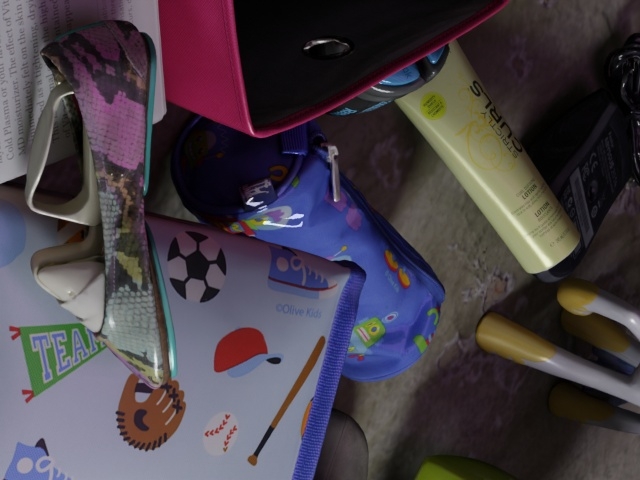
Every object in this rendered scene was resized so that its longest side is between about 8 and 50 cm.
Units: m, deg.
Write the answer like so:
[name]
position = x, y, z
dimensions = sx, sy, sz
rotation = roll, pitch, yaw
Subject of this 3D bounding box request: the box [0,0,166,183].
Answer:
[box]
position = -0.289, -0.119, 0.968
dimensions = 0.345, 0.215, 0.168
rotation = -25, 126, -38

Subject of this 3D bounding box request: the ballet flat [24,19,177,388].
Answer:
[ballet flat]
position = -0.129, -0.016, 0.983
dimensions = 0.079, 0.077, 0.221
rotation = -10, 112, -21

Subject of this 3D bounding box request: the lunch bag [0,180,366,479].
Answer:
[lunch bag]
position = -0.191, 0.160, 1.156
dimensions = 0.328, 0.239, 0.385
rotation = 11, 91, -34

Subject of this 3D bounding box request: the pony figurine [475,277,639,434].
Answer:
[pony figurine]
position = 0.378, 0.178, 1.720
dimensions = 0.303, 0.363, 0.351
rotation = -59, 139, -10

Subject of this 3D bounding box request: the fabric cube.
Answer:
[fabric cube]
position = -0.056, -0.253, 1.126
dimensions = 0.254, 0.258, 0.259
rotation = -31, 129, -35

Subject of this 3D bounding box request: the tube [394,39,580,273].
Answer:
[tube]
position = 0.144, -0.079, 1.537
dimensions = 0.240, 0.062, 0.070
rotation = 54, 24, -15

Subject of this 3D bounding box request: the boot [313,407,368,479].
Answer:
[boot]
position = 0.001, 0.262, 1.481
dimensions = 0.083, 0.161, 0.246
rotation = 22, 77, -11

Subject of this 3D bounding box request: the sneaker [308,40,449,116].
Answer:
[sneaker]
position = 0.060, -0.256, 1.375
dimensions = 0.125, 0.140, 0.341
rotation = 26, 68, -15

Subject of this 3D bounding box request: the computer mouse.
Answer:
[computer mouse]
position = 0.252, -0.066, 1.703
dimensions = 0.272, 0.072, 0.188
rotation = -49, 139, -35

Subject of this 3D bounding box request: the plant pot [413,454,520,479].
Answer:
[plant pot]
position = 0.179, 0.355, 1.672
dimensions = 0.227, 0.207, 0.228
rotation = -66, 154, 0

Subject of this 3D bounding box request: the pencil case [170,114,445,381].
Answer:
[pencil case]
position = 0.000, 0.000, 1.408
dimensions = 0.306, 0.133, 0.119
rotation = 50, 37, -48
